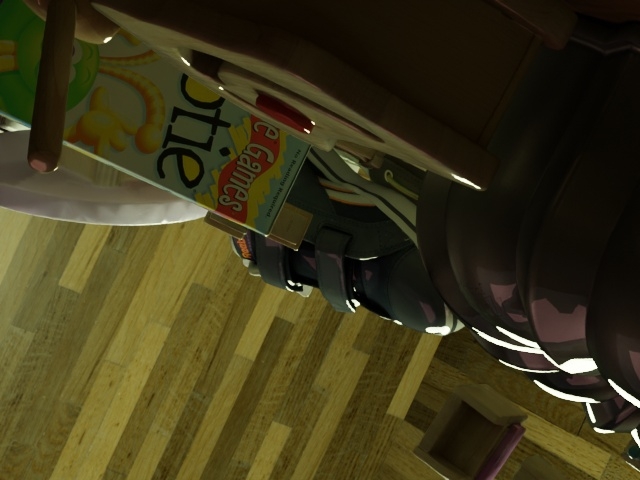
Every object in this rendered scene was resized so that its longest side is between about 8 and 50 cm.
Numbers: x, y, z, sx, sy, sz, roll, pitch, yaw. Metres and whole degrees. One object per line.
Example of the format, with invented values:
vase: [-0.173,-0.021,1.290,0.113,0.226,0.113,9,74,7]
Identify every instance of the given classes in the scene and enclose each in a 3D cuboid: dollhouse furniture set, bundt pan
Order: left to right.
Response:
dollhouse furniture set: [0.016,-0.049,1.216,0.182,0.161,0.101,26,-179,-6]
dollhouse furniture set: [0.298,0.149,1.175,0.303,0.286,0.198,35,-172,26]
bundt pan: [0.181,0.042,0.651,0.331,0.124,0.331,33,176,3]

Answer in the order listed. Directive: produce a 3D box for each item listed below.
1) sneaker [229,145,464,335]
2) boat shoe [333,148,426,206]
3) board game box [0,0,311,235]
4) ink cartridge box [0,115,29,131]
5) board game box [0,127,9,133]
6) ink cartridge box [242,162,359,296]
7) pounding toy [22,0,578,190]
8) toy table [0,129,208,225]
sneaker: [0.000,0.000,1.287,0.321,0.127,0.126,42,150,43]
boat shoe: [0.101,-0.049,1.297,0.305,0.091,0.109,25,-179,37]
board game box: [-0.141,-0.129,0.889,0.275,0.142,0.144,25,-179,-30]
ink cartridge box: [-0.363,-0.224,1.541,0.168,0.171,0.232,25,180,23]
board game box: [-0.369,-0.117,1.571,0.103,0.026,0.154,25,-179,32]
ink cartridge box: [-0.034,-0.052,1.510,0.115,0.198,0.067,25,-171,41]
pounding toy: [-0.026,-0.066,0.628,0.154,0.155,0.269,30,177,-41]
toy table: [-0.217,-0.123,1.445,0.274,0.161,0.252,-1,-151,-26]
